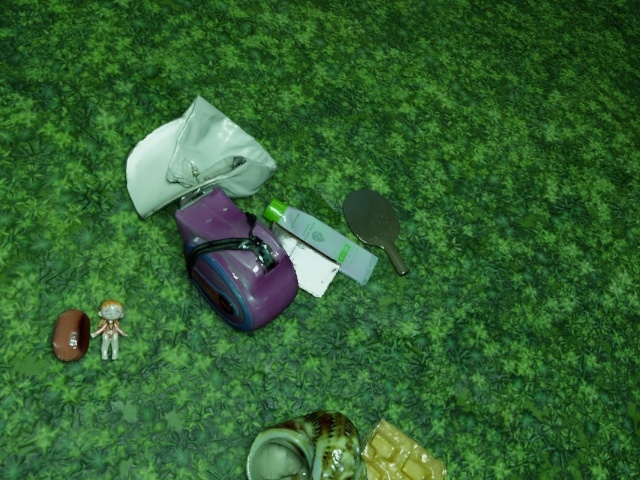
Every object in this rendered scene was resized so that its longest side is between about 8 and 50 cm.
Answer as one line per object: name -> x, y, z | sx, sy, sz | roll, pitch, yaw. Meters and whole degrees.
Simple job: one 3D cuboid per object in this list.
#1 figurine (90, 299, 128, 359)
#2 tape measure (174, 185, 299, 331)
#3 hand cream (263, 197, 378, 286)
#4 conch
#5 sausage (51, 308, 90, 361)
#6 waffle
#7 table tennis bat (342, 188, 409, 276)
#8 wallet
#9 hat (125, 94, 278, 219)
figurine -> -0.386, 0.163, 0.964 | 0.064, 0.047, 0.109 | 5, 71, -29
tape measure -> -0.149, 0.042, 0.981 | 0.231, 0.245, 0.149 | 37, 57, 22
hand cream -> 0.000, 0.001, 1.169 | 0.275, 0.050, 0.079 | 32, 87, -4
conch -> -0.010, 0.381, 0.904 | 0.181, 0.124, 0.187 | 27, 74, 39
sausage -> -0.443, 0.169, 0.936 | 0.054, 0.059, 0.094 | -6, 66, 4
waffle -> 0.100, 0.479, 0.944 | 0.168, 0.057, 0.274 | 37, 60, 3
table tennis bat -> 0.137, -0.021, 1.231 | 0.131, 0.022, 0.235 | -19, 69, -25
wallet -> -0.052, 0.042, 1.126 | 0.176, 0.026, 0.095 | 32, 79, -1
hat -> -0.255, -0.138, 1.115 | 0.301, 0.168, 0.258 | -34, 53, -4
